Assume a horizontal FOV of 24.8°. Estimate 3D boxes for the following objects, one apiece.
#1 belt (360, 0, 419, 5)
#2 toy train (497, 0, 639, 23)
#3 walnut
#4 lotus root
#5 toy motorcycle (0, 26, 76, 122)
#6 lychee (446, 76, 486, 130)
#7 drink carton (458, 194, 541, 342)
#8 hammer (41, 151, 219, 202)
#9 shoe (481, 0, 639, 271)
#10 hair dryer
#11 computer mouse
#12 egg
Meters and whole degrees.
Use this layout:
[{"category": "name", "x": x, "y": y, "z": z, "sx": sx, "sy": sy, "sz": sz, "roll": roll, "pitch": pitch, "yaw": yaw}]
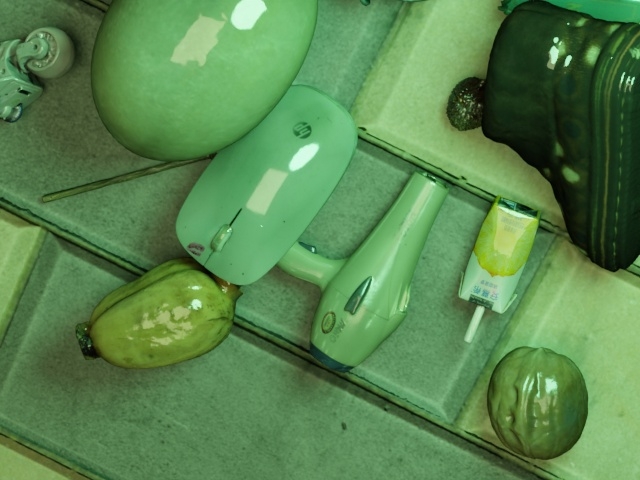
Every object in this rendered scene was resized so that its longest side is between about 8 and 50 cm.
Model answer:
[{"category": "belt", "x": 0.130, "y": -0.416, "z": 1.881, "sx": 0.206, "sy": 0.116, "sz": 0.267, "roll": 30, "pitch": 105, "yaw": -5}, {"category": "toy train", "x": 0.328, "y": -0.345, "z": 1.844, "sx": 0.203, "sy": 0.163, "sz": 0.112, "roll": 11, "pitch": 72, "yaw": 8}, {"category": "walnut", "x": 0.301, "y": 0.226, "z": 2.021, "sx": 0.140, "sy": 0.140, "sz": 0.162, "roll": 4, "pitch": 96, "yaw": 8}, {"category": "lotus root", "x": -0.215, "y": 0.105, "z": 2.054, "sx": 0.257, "sy": 0.154, "sz": 0.140, "roll": -22, "pitch": 109, "yaw": 3}, {"category": "toy motorcycle", "x": -0.455, "y": -0.225, "z": 2.045, "sx": 0.254, "sy": 0.112, "sz": 0.112, "roll": -33, "pitch": 98, "yaw": 17}, {"category": "lychee", "x": 0.205, "y": -0.184, "z": 1.958, "sx": 0.067, "sy": 0.068, "sz": 0.083, "roll": 35, "pitch": 125, "yaw": -1}, {"category": "drink carton", "x": 0.240, "y": 0.043, "z": 2.010, "sx": 0.084, "sy": 0.074, "sz": 0.200, "roll": 21, "pitch": 108, "yaw": 4}, {"category": "hammer", "x": -0.267, "y": -0.095, "z": 2.081, "sx": 0.292, "sy": 0.029, "sz": 0.058, "roll": -14, "pitch": 101, "yaw": 14}, {"category": "shoe", "x": 0.322, "y": -0.134, "z": 1.877, "sx": 0.237, "sy": 0.171, "sz": 0.384, "roll": 24, "pitch": 148, "yaw": 31}, {"category": "hair dryer", "x": 0.040, "y": -0.009, "z": 2.028, "sx": 0.296, "sy": 0.119, "sz": 0.298, "roll": -40, "pitch": 83, "yaw": 10}, {"category": "computer mouse", "x": -0.070, "y": -0.080, "z": 1.974, "sx": 0.159, "sy": 0.097, "sz": 0.288, "roll": 39, "pitch": 86, "yaw": 4}, {"category": "egg", "x": -0.152, "y": -0.259, "z": 1.895, "sx": 0.258, "sy": 0.258, "sz": 0.352, "roll": 40, "pitch": 100, "yaw": -3}]
